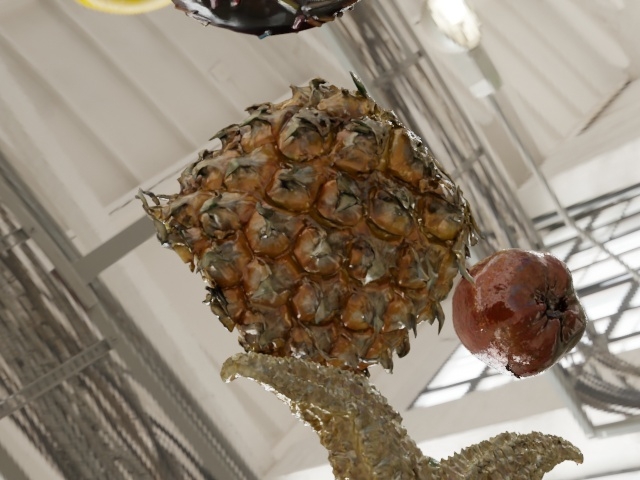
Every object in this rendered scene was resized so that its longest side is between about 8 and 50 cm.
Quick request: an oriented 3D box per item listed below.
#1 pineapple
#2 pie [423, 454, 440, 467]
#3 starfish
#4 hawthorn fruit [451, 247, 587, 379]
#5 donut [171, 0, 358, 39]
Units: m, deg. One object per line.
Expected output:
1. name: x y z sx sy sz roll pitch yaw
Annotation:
1. pineapple: -0.002 -0.003 1.030 0.300 0.352 0.352 -42 -76 -1
2. pie: 0.100 0.390 1.207 0.240 0.054 0.241 0 -93 -2
3. starfish: 0.080 0.225 0.551 0.301 0.084 0.294 24 -142 -30
4. hawthorn fruit: 0.264 0.101 1.319 0.185 0.202 0.185 4 -97 -34
5. donut: -0.040 -0.254 0.741 0.235 0.235 0.089 20 -131 -34
